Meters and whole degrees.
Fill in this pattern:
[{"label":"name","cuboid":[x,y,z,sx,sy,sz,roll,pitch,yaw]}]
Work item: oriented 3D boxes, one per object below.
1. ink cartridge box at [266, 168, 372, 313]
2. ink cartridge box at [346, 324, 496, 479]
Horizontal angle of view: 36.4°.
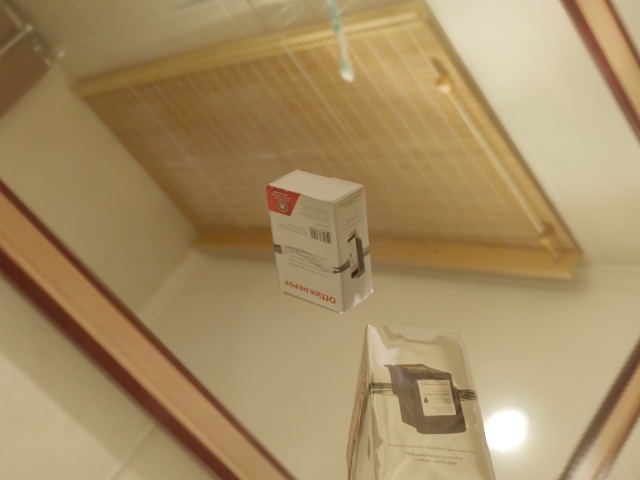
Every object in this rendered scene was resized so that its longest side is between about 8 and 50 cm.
[{"label":"ink cartridge box","cuboid":[0.000,0.000,1.070,0.099,0.135,0.056,17,-145,37]},{"label":"ink cartridge box","cuboid":[0.080,0.209,0.850,0.100,0.172,0.237,6,-151,-3]}]
